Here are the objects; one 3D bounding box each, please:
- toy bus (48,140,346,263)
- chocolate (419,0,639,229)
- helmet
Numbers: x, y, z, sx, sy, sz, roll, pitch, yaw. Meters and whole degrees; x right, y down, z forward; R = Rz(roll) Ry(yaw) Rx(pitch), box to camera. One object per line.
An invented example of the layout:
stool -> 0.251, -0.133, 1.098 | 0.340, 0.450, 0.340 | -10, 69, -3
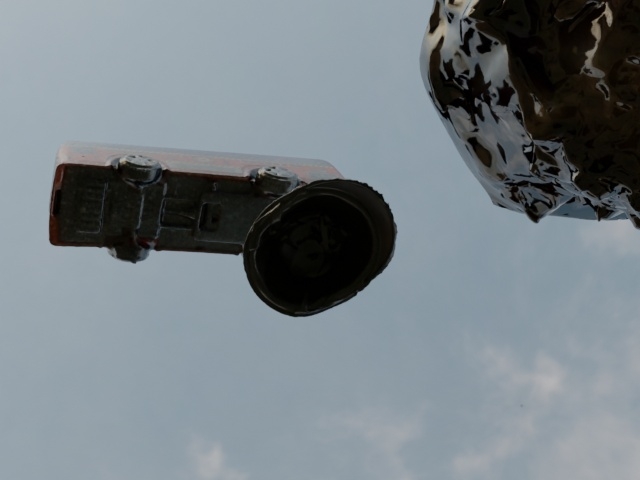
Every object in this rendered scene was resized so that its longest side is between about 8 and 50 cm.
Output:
toy bus -> -0.078, -0.025, 0.818 | 0.192, 0.077, 0.065 | 4, -71, -18
chocolate -> 0.173, -0.082, 0.616 | 0.206, 0.177, 0.224 | 5, -67, -19
helmet -> 0.001, -0.001, 0.672 | 0.084, 0.049, 0.065 | -31, -82, 10
